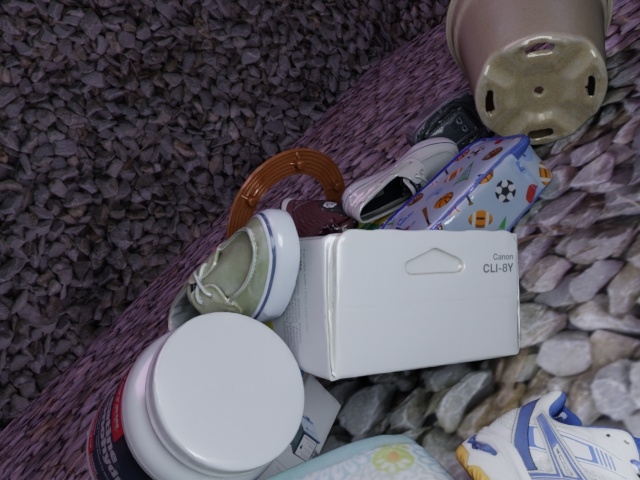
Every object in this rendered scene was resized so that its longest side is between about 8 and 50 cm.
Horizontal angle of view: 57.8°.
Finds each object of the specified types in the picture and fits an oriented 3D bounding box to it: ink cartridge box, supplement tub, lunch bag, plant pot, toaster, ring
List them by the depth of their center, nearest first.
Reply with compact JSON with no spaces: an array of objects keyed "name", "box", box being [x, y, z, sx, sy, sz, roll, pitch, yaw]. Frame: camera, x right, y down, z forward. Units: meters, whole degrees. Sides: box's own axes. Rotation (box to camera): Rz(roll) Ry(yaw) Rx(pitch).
[{"name":"supplement tub","box":[-0.156,0.215,0.692,0.272,0.191,0.191,-45,9,45]},{"name":"ink cartridge box","box":[0.039,0.074,0.815,0.279,0.160,0.385,-1,-2,-28]},{"name":"ink cartridge box","box":[-0.072,0.301,0.848,0.140,0.082,0.190,-25,24,42]},{"name":"lunch bag","box":[0.236,-0.058,1.027,0.303,0.115,0.243,-41,15,-4]},{"name":"plant pot","box":[0.411,-0.358,1.121,0.334,0.334,0.305,-29,32,34]},{"name":"ring","box":[-0.065,-0.049,1.340,0.336,0.336,0.032,-45,48,-12]},{"name":"toaster","box":[0.294,-0.259,1.372,0.227,0.129,0.146,-41,13,8]}]

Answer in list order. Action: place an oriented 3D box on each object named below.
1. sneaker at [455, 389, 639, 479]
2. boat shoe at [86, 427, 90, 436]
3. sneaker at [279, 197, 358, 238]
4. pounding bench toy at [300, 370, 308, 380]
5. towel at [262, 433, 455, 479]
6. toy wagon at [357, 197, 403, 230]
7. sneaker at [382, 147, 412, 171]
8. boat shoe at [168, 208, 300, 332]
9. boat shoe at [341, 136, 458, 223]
[{"name":"sneaker","box":[0.217,0.203,0.431,0.131,0.112,0.296,-37,20,-4]},{"name":"boat shoe","box":[-0.439,0.450,1.269,0.084,0.095,0.258,-43,27,-20]},{"name":"sneaker","box":[0.000,0.000,1.179,0.163,0.106,0.281,-9,45,5]},{"name":"pounding bench toy","box":[-0.070,0.187,0.844,0.065,0.083,0.052,-25,21,41]},{"name":"towel","box":[-0.011,0.322,0.475,0.374,0.090,0.320,-19,18,-13]},{"name":"toy wagon","box":[0.121,-0.031,1.271,0.344,0.068,0.267,-44,18,-8]},{"name":"sneaker","box":[0.202,-0.179,1.479,0.085,0.058,0.152,-7,43,47]},{"name":"boat shoe","box":[-0.113,0.064,0.706,0.302,0.094,0.109,-52,48,50]},{"name":"boat shoe","box":[0.171,-0.116,1.153,0.267,0.096,0.088,-25,34,-9]}]
